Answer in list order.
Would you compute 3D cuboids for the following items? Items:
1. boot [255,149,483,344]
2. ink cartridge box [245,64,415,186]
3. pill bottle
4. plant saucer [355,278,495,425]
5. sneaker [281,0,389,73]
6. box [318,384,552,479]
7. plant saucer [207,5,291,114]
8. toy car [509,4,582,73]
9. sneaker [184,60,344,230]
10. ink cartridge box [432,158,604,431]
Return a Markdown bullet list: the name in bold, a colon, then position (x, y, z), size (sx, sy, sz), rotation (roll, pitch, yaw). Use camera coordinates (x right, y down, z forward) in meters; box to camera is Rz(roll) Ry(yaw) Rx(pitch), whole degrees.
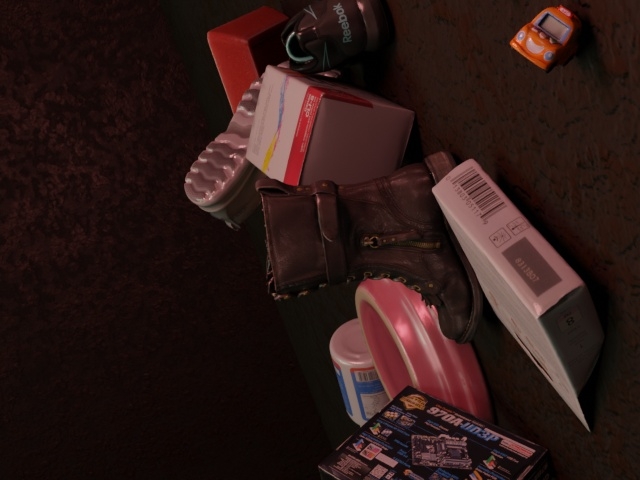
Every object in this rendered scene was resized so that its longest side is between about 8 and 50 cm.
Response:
- **boot**: position (0.052, 0.025, 0.964), size (0.091, 0.228, 0.263), rotation (-109, 5, -63)
- **ink cartridge box**: position (0.005, -0.127, 1.050), size (0.176, 0.128, 0.128), rotation (40, 120, 57)
- **pill bottle**: position (0.096, 0.254, 1.541), size (0.124, 0.124, 0.222), rotation (-125, 17, -53)
- **plant saucer**: position (0.137, 0.169, 1.263), size (0.332, 0.084, 0.332), rotation (159, 90, -80)
- **sneaker**: position (-0.003, -0.253, 1.056), size (0.267, 0.106, 0.101), rotation (-162, 50, -79)
- **box**: position (0.133, 0.276, 1.034), size (0.220, 0.175, 0.051), rotation (18, 133, 43)
- **plant saucer**: position (-0.063, -0.218, 1.319), size (0.259, 0.047, 0.259), rotation (-54, -51, -61)
- **toy car**: position (0.142, -0.170, 0.619), size (0.122, 0.060, 0.041), rotation (55, 133, 30)
- **sneaker**: position (-0.067, -0.138, 1.196), size (0.105, 0.281, 0.115), rotation (36, 169, 37)
- **ink cartridge box**: position (0.203, 0.055, 0.834), size (0.232, 0.066, 0.189), rotation (48, -173, -45)
